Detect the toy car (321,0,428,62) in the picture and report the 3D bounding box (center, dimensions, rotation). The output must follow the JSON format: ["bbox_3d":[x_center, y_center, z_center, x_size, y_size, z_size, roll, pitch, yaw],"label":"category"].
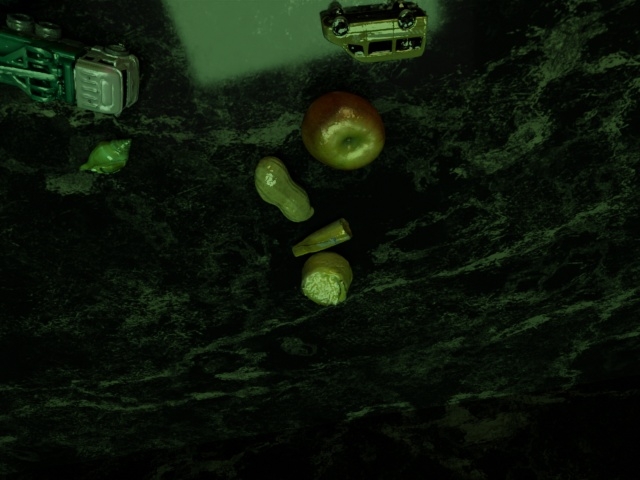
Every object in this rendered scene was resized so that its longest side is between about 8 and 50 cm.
[{"bbox_3d":[0.133,-0.513,1.090,0.257,0.101,0.124,-6,132,0],"label":"toy car"}]

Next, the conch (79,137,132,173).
[{"bbox_3d":[-0.621,-0.243,1.285,0.201,0.079,0.095,-25,141,37],"label":"conch"}]

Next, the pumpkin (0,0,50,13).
[{"bbox_3d":[-0.686,-0.589,0.896,0.248,0.248,0.248,-1,129,-2],"label":"pumpkin"}]

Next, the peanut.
[{"bbox_3d":[-0.118,-0.150,1.362,0.124,0.123,0.256,-26,129,17],"label":"peanut"}]

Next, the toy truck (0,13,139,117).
[{"bbox_3d":[-0.651,-0.420,1.079,0.364,0.178,0.176,10,127,-14],"label":"toy truck"}]

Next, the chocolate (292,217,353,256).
[{"bbox_3d":[0.000,0.000,1.513,0.219,0.085,0.085,-26,126,21],"label":"chocolate"}]

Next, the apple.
[{"bbox_3d":[0.062,-0.306,1.212,0.210,0.173,0.235,-37,130,19],"label":"apple"}]

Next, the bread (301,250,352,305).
[{"bbox_3d":[0.022,0.140,1.565,0.197,0.170,0.197,3,120,6],"label":"bread"}]
